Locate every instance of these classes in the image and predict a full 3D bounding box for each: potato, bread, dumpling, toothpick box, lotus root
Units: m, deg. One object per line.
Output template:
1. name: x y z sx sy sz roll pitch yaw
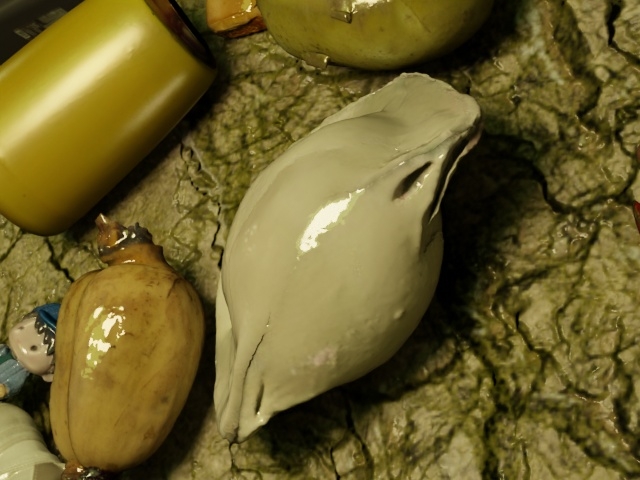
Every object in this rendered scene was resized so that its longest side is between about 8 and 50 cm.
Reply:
1. potato: 0.052 -0.238 1.438 0.228 0.148 0.197 -14 29 18
2. bread: -0.083 -0.278 1.613 0.074 0.053 0.132 -11 66 31
3. dumpling: -0.001 0.003 1.368 0.260 0.181 0.341 -123 43 -59
4. toothpick box: -0.239 -0.147 1.589 0.271 0.175 0.175 -39 52 10
5. lotus root: -0.185 0.111 1.455 0.154 0.140 0.257 -5 72 65

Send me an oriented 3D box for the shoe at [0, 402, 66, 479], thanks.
1. shoe: -0.328 0.322 1.475 0.159 0.124 0.316 20 82 32

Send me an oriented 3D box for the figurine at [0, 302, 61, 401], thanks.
1. figurine: -0.301 0.124 1.545 0.149 0.087 0.086 -37 54 -7

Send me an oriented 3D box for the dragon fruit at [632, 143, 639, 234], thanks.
1. dragon fruit: 0.322 -0.009 1.137 0.182 0.182 0.188 -48 40 7

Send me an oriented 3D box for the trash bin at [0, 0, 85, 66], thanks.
1. trash bin: -0.341 -0.298 1.765 0.225 0.115 0.165 -19 59 29
